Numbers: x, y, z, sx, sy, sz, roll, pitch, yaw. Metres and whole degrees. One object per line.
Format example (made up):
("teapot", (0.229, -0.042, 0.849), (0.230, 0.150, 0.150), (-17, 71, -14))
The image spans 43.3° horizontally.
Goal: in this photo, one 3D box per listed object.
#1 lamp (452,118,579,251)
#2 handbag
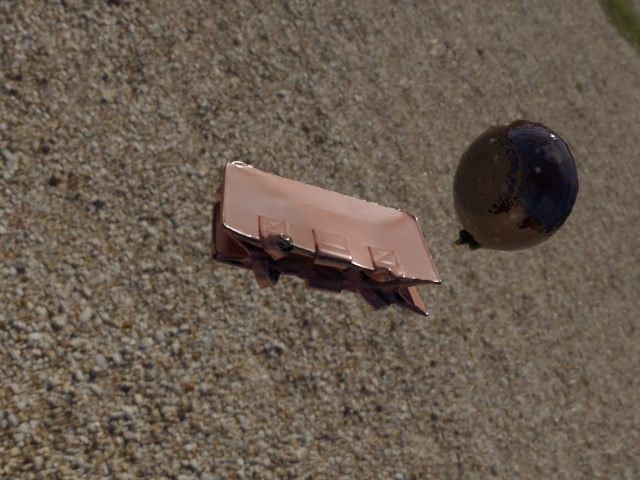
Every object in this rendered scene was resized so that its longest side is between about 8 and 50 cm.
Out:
("lamp", (0.237, -0.062, 0.960), (0.135, 0.157, 0.156), (11, 82, -35))
("handbag", (0.000, 0.000, 0.781), (0.212, 0.059, 0.157), (15, 25, -14))
